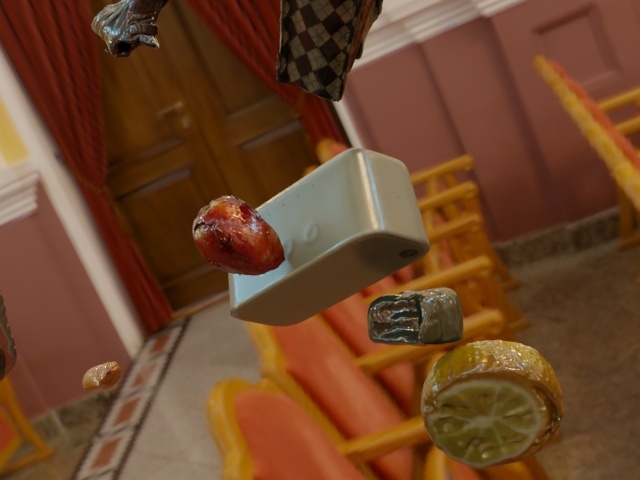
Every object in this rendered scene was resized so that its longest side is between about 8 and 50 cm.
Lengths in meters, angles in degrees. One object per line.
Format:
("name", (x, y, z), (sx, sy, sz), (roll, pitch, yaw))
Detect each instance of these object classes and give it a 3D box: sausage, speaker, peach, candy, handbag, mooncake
("sausage", (-0.431, 0.271, 2.354), (0.183, 0.054, 0.062), (-27, 34, 60))
("speaker", (0.000, 0.000, 2.181), (0.183, 0.184, 0.406), (14, -33, -42))
("peach", (-0.151, 0.003, 2.084), (0.092, 0.172, 0.127), (-44, -10, -40))
("candy", (0.304, 0.292, 2.114), (0.260, 0.260, 0.118), (-21, 34, 14))
("handbag", (0.071, -0.476, 2.106), (0.180, 0.316, 0.416), (20, 54, 11))
("mooncake", (0.168, 0.140, 2.116), (0.175, 0.104, 0.168), (-6, 4, 15))

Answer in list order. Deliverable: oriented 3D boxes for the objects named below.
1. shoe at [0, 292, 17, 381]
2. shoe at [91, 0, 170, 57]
("shoe", (-0.526, 0.156, 1.722), (0.114, 0.291, 0.137), (23, 51, 11))
("shoe", (-0.268, -0.327, 1.789), (0.169, 0.099, 0.071), (-32, -19, 30))
